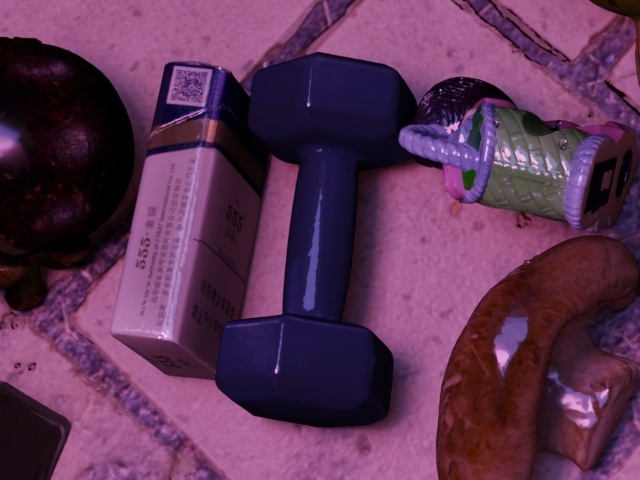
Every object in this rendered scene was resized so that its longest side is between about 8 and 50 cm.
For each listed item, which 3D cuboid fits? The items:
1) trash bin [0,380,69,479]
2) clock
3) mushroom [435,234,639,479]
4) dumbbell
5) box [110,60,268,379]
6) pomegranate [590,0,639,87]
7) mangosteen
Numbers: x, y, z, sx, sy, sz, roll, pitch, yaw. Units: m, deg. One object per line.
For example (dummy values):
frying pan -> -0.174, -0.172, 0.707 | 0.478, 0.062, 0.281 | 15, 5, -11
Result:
trash bin -> -0.379, 0.169, 1.813 | 0.240, 0.164, 0.122 | 16, 78, 24
clock -> 0.164, -0.078, 1.716 | 0.195, 0.194, 0.100 | 17, 102, 22
mushroom -> 0.174, 0.111, 1.669 | 0.156, 0.151, 0.286 | 24, 81, 23
dumbbell -> 0.000, 0.000, 1.752 | 0.160, 0.144, 0.325 | 11, 73, -13
box -> -0.113, -0.015, 1.786 | 0.071, 0.168, 0.259 | 4, 74, 16
pomegranate -> 0.303, -0.260, 1.758 | 0.159, 0.241, 0.190 | 4, 45, 53
mangosteen -> -0.283, -0.057, 1.839 | 0.228, 0.228, 0.265 | 8, 111, 19
